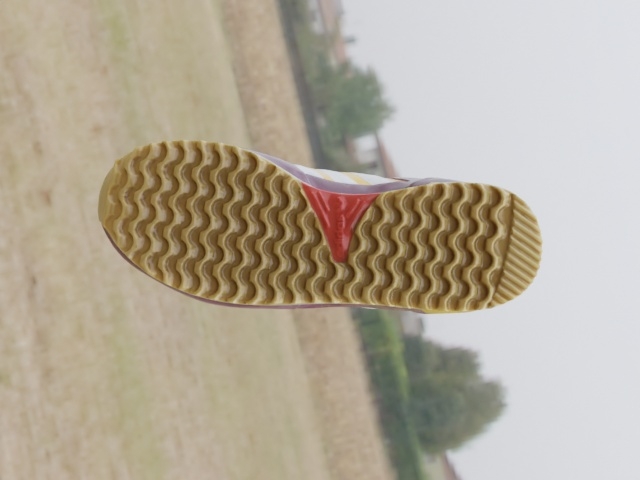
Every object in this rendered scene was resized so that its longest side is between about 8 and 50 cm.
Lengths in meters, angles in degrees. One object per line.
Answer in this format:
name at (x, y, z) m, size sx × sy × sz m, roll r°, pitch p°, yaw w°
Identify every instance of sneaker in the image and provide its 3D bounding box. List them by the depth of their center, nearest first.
sneaker at (0.000, 0.000, 0.566) m, size 0.084 × 0.185 × 0.069 m, roll 37°, pitch 63°, yaw -83°
